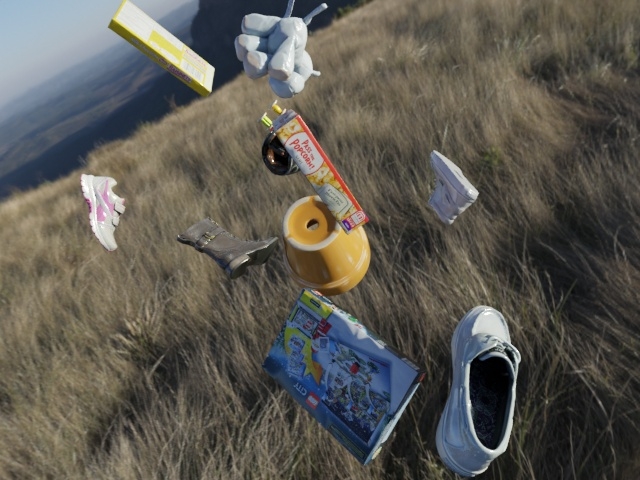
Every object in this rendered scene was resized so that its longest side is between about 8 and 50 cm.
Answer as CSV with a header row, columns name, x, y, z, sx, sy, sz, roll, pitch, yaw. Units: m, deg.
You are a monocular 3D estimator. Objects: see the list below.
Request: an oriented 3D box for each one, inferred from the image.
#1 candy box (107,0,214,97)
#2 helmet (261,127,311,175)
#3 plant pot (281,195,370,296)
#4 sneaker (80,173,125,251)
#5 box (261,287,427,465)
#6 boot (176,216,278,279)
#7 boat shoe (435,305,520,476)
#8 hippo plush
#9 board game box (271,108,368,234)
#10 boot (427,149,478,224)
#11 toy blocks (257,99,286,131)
name,x,y,z,sx,sy,sz,roll,pitch,yaw
candy box,-0.306,-0.379,0.822,0.027,0.206,0.105,-38,40,27
helmet,-0.099,-0.305,1.364,0.169,0.169,0.161,1,34,39
plant pot,0.000,0.000,0.920,0.205,0.188,0.205,-5,65,11
sneaker,-0.676,-0.092,1.313,0.111,0.252,0.103,-13,9,-26
box,0.027,0.203,0.656,0.233,0.044,0.159,33,98,33
boot,-0.282,-0.005,1.296,0.229,0.091,0.263,36,35,17
boat shoe,0.199,0.157,0.486,0.079,0.081,0.227,29,47,5
hippo plush,-0.131,-0.615,1.367,0.234,0.236,0.294,28,86,13
board game box,-0.005,-0.116,0.675,0.045,0.193,0.147,-35,23,5
boot,0.340,-0.153,1.170,0.123,0.095,0.258,-54,23,27
toy blocks,-0.170,-0.488,1.723,0.123,0.148,0.054,-51,21,-5
